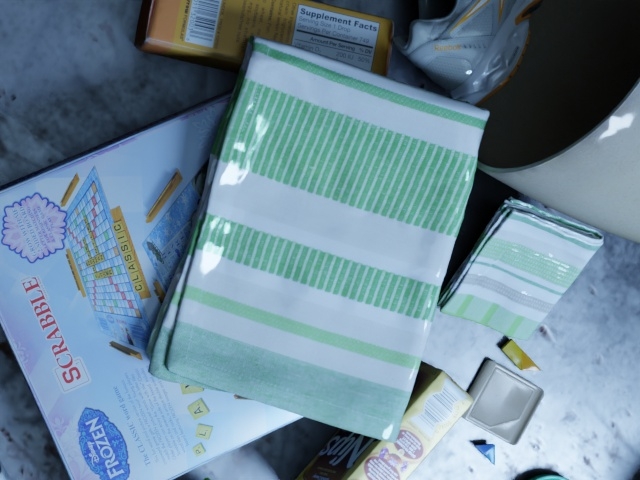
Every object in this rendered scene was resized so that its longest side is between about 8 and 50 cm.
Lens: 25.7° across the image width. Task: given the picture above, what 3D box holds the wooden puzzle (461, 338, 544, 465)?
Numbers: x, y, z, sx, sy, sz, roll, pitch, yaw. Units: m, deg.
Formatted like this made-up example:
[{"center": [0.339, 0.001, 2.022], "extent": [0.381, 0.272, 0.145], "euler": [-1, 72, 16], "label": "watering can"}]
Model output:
[{"center": [0.188, 0.167, 1.459], "extent": [0.079, 0.014, 0.116], "euler": [37, 85, -10], "label": "wooden puzzle"}]

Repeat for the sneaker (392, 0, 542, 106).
[{"center": [0.160, -0.260, 1.349], "extent": [0.121, 0.099, 0.262], "euler": [32, 68, -16], "label": "sneaker"}]

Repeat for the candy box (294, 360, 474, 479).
[{"center": [0.057, 0.201, 1.377], "extent": [0.053, 0.109, 0.186], "euler": [42, 83, -14], "label": "candy box"}]

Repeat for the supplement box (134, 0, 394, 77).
[{"center": [-0.052, -0.195, 1.333], "extent": [0.234, 0.078, 0.080], "euler": [13, 88, -16], "label": "supplement box"}]

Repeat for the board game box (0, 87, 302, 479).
[{"center": [-0.141, 0.052, 1.335], "extent": [0.318, 0.066, 0.318], "euler": [-23, 100, -12], "label": "board game box"}]

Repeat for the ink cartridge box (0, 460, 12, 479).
[{"center": [-0.313, 0.312, 1.308], "extent": [0.127, 0.072, 0.175], "euler": [-29, 101, -11], "label": "ink cartridge box"}]

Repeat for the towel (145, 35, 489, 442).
[{"center": [0.000, 0.000, 1.288], "extent": [0.248, 0.038, 0.324], "euler": [17, 92, -6], "label": "towel"}]

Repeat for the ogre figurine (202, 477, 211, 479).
[{"center": [-0.090, 0.339, 1.363], "extent": [0.118, 0.097, 0.197], "euler": [12, 76, 2], "label": "ogre figurine"}]

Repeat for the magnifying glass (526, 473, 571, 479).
[{"center": [0.280, 0.348, 1.471], "extent": [0.092, 0.026, 0.231], "euler": [-34, 93, -15], "label": "magnifying glass"}]

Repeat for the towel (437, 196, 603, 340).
[{"center": [0.198, 0.034, 1.403], "extent": [0.113, 0.023, 0.152], "euler": [21, 125, -14], "label": "towel"}]

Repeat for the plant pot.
[{"center": [0.319, -0.101, 1.369], "extent": [0.274, 0.256, 0.256], "euler": [36, 85, -28], "label": "plant pot"}]
